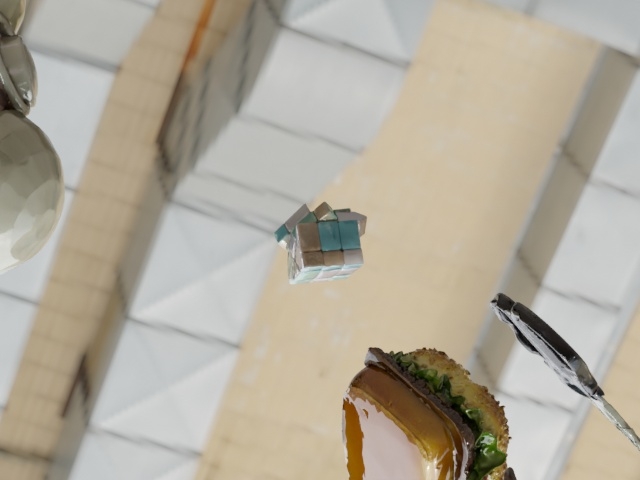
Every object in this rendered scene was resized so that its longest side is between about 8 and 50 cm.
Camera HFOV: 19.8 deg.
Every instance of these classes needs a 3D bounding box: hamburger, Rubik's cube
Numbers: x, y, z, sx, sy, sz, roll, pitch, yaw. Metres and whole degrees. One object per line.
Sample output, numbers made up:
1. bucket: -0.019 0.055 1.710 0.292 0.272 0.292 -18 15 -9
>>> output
1. hamburger: 0.084 0.155 1.327 0.087 0.166 0.137 -28 -129 -26
2. Rubik's cube: -0.001 0.000 1.741 0.075 0.073 0.084 -1 166 -32

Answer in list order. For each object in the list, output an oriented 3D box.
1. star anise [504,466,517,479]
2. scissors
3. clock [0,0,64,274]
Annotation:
1. star anise: 0.183 0.245 1.443 0.141 0.042 0.141 45 -164 -16
2. scissors: 0.268 0.157 1.760 0.300 0.022 0.109 47 173 -22
3. clock: -0.395 -0.108 1.565 0.326 0.342 0.184 -13 161 -3
